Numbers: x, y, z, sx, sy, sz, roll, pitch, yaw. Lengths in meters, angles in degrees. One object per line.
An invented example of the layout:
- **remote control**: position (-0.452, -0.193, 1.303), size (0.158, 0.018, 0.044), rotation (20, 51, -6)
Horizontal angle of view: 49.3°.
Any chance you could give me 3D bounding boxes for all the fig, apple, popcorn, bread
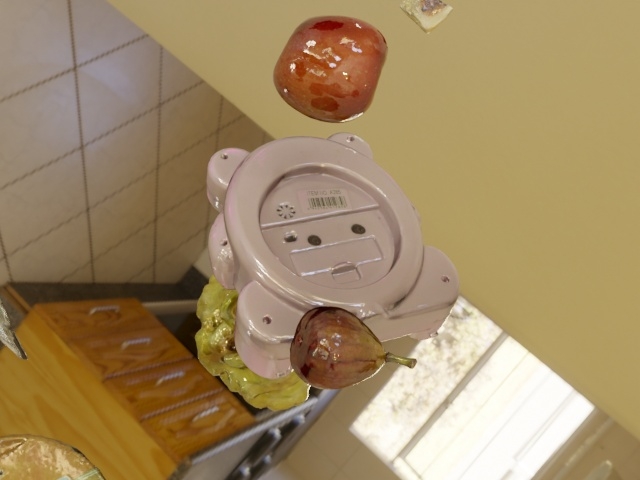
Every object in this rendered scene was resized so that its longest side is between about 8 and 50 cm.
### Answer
- **fig**: position (0.035, 0.116, 0.717), size (0.089, 0.125, 0.089), rotation (-164, -90, -72)
- **apple**: position (0.020, -0.286, 1.151), size (0.181, 0.168, 0.181), rotation (-154, -90, -88)
- **popcorn**: position (-0.108, 0.145, 1.169), size (0.234, 0.250, 0.242), rotation (-25, 138, -38)
- **bread**: position (0.195, -0.433, 1.297), size (0.070, 0.083, 0.035), rotation (-39, 177, 4)

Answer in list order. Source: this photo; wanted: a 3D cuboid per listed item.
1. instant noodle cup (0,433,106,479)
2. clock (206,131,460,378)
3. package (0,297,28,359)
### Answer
- **instant noodle cup**: position (-0.369, 0.407, 0.864), size (0.296, 0.296, 0.214), rotation (-43, 161, -22)
- **clock**: position (0.000, 0.000, 0.921), size (0.295, 0.322, 0.113), rotation (-11, 146, -20)
- **package**: position (-0.660, 0.145, 1.402), size (0.027, 0.173, 0.171), rotation (-36, 139, -33)
